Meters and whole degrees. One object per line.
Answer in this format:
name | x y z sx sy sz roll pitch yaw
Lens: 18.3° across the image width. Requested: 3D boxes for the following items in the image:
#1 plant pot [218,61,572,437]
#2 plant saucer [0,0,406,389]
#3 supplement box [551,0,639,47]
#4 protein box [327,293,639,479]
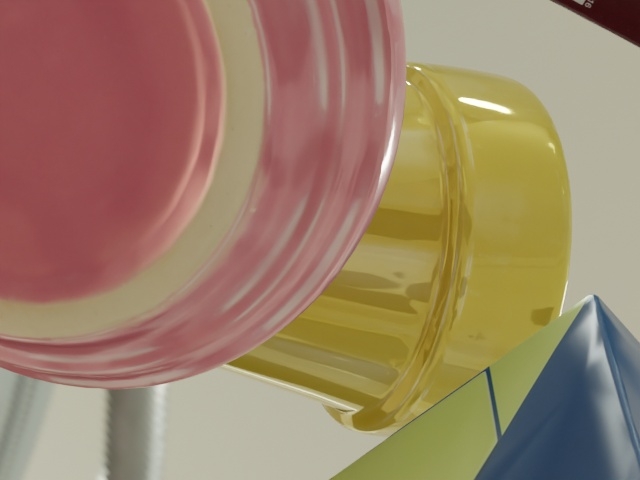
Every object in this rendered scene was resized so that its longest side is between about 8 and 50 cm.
plant pot | 0.000 0.000 1.300 0.254 0.239 0.254 -173 -90 -66
plant saucer | -0.127 -0.082 0.939 0.332 0.084 0.332 5 -74 18
supplement box | 0.180 -0.110 0.846 0.239 0.130 0.073 26 -69 -15
protein box | 0.105 0.166 0.622 0.136 0.200 0.201 -37 -68 16
